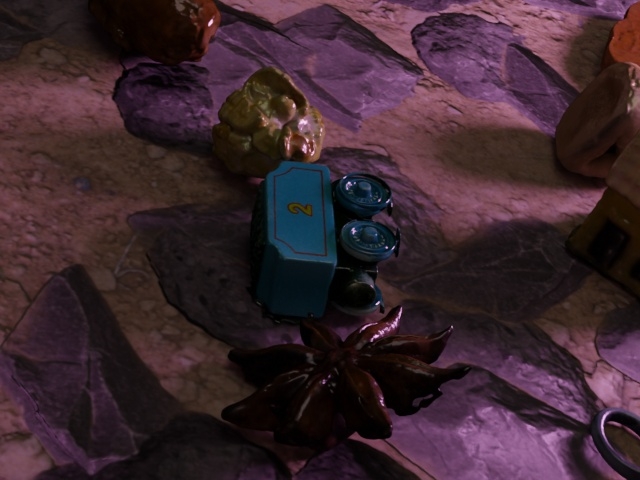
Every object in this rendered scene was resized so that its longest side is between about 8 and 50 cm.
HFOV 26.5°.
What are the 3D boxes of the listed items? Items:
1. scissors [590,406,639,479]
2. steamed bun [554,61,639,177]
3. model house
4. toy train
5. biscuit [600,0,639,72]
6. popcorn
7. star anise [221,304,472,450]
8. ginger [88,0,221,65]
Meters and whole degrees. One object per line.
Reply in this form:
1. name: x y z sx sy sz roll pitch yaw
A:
1. scissors: 0.412 0.335 1.411 0.256 0.029 0.383 17 36 -7
2. steamed bun: 0.440 -0.149 1.923 0.155 0.172 0.141 30 47 -18
3. model house: 0.464 -0.049 1.736 0.193 0.234 0.174 39 41 19
4. toy train: 0.000 0.000 1.564 0.163 0.112 0.203 7 37 -9
5. biscuit: 0.627 -0.246 2.186 0.365 0.062 0.385 20 38 3
6. popcorn: -0.066 -0.130 1.689 0.135 0.162 0.141 -12 3 20
7. star anise: 0.028 0.156 1.393 0.272 0.103 0.272 -8 25 4
8. ginger: -0.225 -0.340 1.844 0.165 0.172 0.321 39 26 -45
